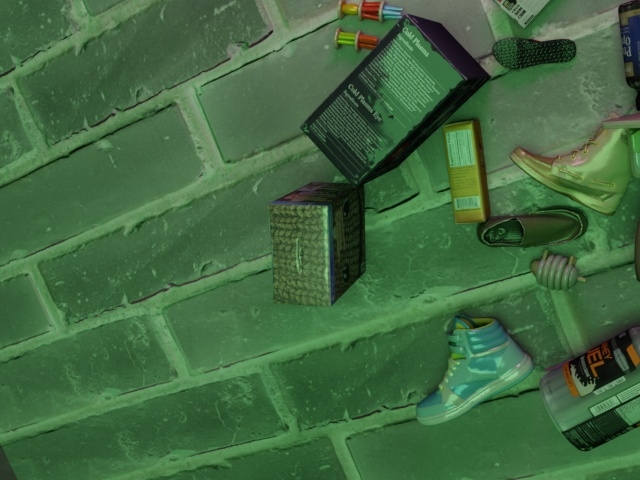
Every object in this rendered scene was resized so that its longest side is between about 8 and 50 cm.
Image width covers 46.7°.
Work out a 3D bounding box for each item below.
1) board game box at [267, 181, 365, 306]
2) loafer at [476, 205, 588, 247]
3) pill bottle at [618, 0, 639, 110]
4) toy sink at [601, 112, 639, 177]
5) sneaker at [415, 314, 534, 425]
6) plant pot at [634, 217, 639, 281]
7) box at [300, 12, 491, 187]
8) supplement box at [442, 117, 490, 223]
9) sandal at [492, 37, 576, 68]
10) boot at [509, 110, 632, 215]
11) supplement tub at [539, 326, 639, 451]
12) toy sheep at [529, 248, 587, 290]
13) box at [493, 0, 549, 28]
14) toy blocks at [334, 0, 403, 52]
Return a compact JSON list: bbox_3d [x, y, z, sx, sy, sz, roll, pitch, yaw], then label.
[{"bbox_3d":[0.000,0.000,1.754,0.141,0.291,0.232,3,105,19],"label":"board game box"},{"bbox_3d":[0.479,-0.019,1.690,0.251,0.087,0.094,-10,100,21],"label":"loafer"},{"bbox_3d":[0.681,-0.380,1.508,0.122,0.123,0.219,-7,101,21],"label":"pill bottle"},{"bbox_3d":[0.706,-0.196,1.473,0.234,0.153,0.131,-14,100,-15],"label":"toy sink"},{"bbox_3d":[0.331,0.301,1.808,0.319,0.127,0.208,-34,93,14],"label":"sneaker"},{"bbox_3d":[0.765,-0.039,1.489,0.284,0.284,0.191,-13,93,22],"label":"plant pot"},{"bbox_3d":[0.171,-0.299,1.588,0.179,0.343,0.312,47,114,5],"label":"box"},{"bbox_3d":[0.338,-0.160,1.711,0.080,0.078,0.234,-3,102,23],"label":"supplement box"},{"bbox_3d":[0.466,-0.412,1.627,0.179,0.040,0.067,0,110,5],"label":"sandal"},{"bbox_3d":[0.567,-0.195,1.607,0.262,0.095,0.203,28,112,5],"label":"boot"},{"bbox_3d":[0.670,0.320,1.654,0.316,0.193,0.194,-36,90,23],"label":"supplement tub"},{"bbox_3d":[0.542,0.072,1.695,0.132,0.091,0.091,15,109,35],"label":"toy sheep"},{"bbox_3d":[0.461,-0.565,1.560,0.114,0.036,0.207,34,115,-21],"label":"box"},{"bbox_3d":[0.112,-0.495,1.717,0.148,0.054,0.123,11,106,16],"label":"toy blocks"}]
